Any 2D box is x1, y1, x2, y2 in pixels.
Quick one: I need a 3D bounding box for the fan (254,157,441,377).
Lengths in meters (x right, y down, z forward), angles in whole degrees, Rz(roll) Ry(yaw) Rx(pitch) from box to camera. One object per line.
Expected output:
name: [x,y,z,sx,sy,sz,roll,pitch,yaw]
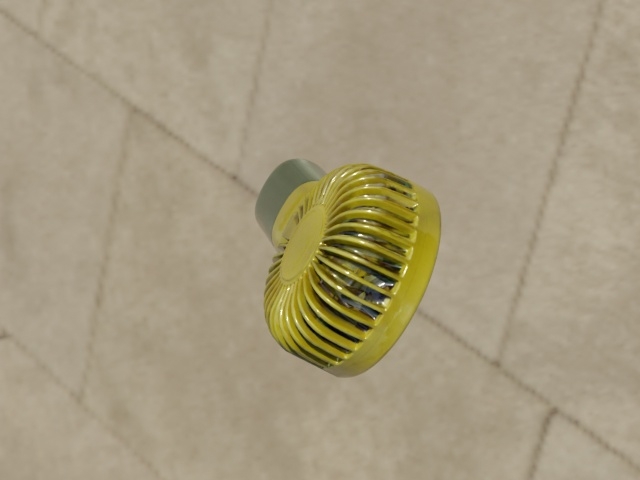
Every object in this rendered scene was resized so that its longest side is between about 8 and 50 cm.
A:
fan: [0.000,0.000,0.704,0.082,0.039,0.155,-62,20,7]
